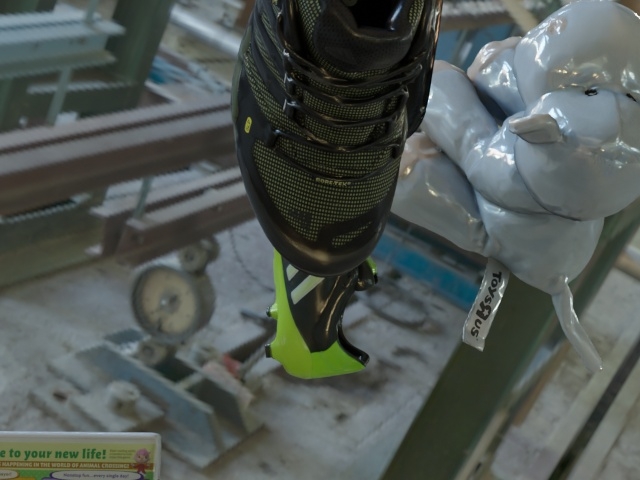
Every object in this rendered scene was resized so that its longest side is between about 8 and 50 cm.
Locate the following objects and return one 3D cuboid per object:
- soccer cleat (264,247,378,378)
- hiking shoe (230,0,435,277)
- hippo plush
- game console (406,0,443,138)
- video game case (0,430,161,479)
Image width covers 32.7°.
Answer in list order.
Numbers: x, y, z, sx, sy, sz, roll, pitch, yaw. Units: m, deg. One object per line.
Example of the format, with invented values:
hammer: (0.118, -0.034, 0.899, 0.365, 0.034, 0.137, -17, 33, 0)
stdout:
soccer cleat: (0.000, 0.000, 0.703, 0.072, 0.179, 0.060, -2, 5, 11)
hiking shoe: (0.002, -0.079, 0.461, 0.086, 0.227, 0.114, 2, 23, -1)
hippo plush: (0.168, -0.074, 0.902, 0.234, 0.294, 0.236, 11, -17, 0)
game console: (0.013, -0.232, 0.574, 0.213, 0.362, 0.044, 13, 20, 17)
video game case: (-0.246, 0.261, 0.933, 0.212, 0.194, 0.023, 0, -12, 3)
